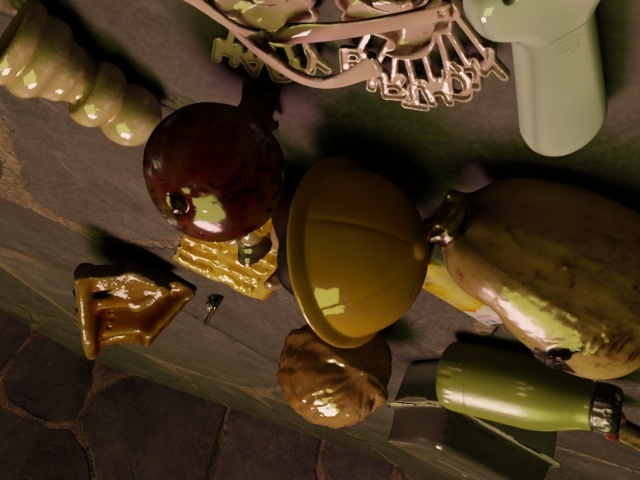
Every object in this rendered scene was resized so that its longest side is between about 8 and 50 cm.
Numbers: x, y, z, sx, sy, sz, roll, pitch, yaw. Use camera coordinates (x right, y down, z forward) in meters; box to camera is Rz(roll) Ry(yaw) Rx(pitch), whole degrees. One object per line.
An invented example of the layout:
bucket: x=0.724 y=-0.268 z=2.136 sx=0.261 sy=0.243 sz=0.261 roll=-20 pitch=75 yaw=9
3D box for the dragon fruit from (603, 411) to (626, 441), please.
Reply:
dragon fruit: x=0.444 y=0.272 z=1.033 sx=0.056 sy=0.060 sz=0.083 roll=28 pitch=-176 yaw=-31

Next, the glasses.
glasses: x=0.005 y=-0.136 z=0.477 sx=0.255 sy=0.095 sz=0.162 roll=15 pitch=165 yaw=23

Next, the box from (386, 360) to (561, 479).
box: x=0.280 y=0.347 z=1.207 sx=0.290 sy=0.166 sz=0.220 roll=31 pitch=157 yaw=-18

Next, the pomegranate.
pomegranate: x=-0.079 y=-0.073 z=0.589 sx=0.129 sy=0.159 sz=0.129 roll=45 pitch=163 yaw=18

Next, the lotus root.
lotus root: x=0.219 y=0.034 z=0.579 sx=0.256 sy=0.155 sz=0.140 roll=25 pitch=163 yaw=2

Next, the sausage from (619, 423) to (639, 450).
sausage: x=0.496 y=0.316 z=1.114 sx=0.269 sy=0.033 sz=0.033 roll=28 pitch=157 yaw=-14

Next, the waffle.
waffle: x=-0.123 y=0.013 z=0.970 sx=0.167 sy=0.057 sz=0.274 roll=25 pitch=158 yaw=-9

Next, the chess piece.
chess piece: x=-0.242 y=-0.160 z=0.671 sx=0.094 sy=0.094 sz=0.170 roll=-4 pitch=154 yaw=47

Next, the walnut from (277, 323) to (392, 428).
walnut: x=0.027 y=0.220 z=1.115 sx=0.213 sy=0.213 sz=0.213 roll=19 pitch=157 yaw=8

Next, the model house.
model house: x=-0.373 y=0.133 z=1.327 sx=0.239 sy=0.174 sz=0.268 roll=-5 pitch=166 yaw=-18

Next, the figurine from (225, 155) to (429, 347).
figurine: x=0.003 y=-0.004 z=0.690 sx=0.192 sy=0.167 sz=0.256 roll=36 pitch=177 yaw=-39

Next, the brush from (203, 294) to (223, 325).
brush: x=-0.241 y=0.151 z=1.419 sx=0.027 sy=0.034 sz=0.190 roll=34 pitch=157 yaw=-3

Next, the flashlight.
flashlight: x=0.147 y=-0.122 z=0.414 sx=0.093 sy=0.048 sz=0.200 roll=-28 pitch=147 yaw=10

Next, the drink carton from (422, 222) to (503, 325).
drink carton: x=0.190 y=0.052 z=0.748 sx=0.200 sy=0.075 sz=0.084 roll=29 pitch=157 yaw=-20

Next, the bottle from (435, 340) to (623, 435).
bottle: x=0.310 y=0.225 z=0.976 sx=0.260 sy=0.112 sz=0.112 roll=7 pitch=153 yaw=33
